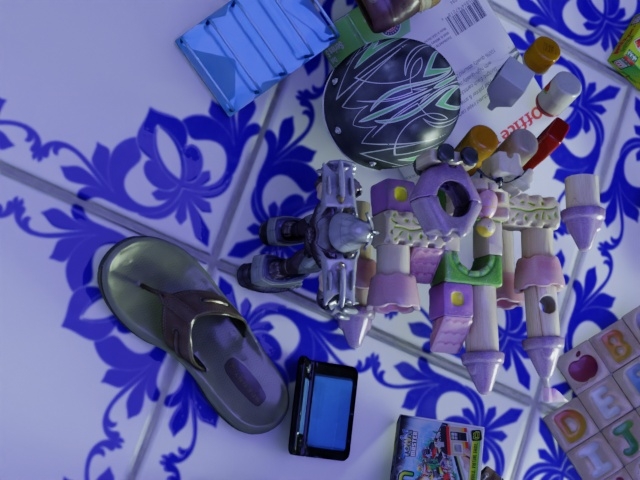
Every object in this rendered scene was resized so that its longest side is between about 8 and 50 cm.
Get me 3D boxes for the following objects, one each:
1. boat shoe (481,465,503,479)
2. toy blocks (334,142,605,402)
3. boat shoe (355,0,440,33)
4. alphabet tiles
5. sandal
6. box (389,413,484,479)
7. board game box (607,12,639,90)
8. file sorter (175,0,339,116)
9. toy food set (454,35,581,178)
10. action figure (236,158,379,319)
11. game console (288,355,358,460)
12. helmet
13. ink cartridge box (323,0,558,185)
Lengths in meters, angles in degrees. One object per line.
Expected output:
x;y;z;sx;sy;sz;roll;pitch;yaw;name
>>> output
0.166;0.360;1.695;0.183;0.066;0.066;-30;82;-24;boat shoe
0.188;0.061;1.600;0.288;0.309;0.260;6;75;-22;toy blocks
0.009;-0.403;1.623;0.123;0.123;0.342;-34;81;-6;boat shoe
0.484;0.262;1.779;0.285;0.011;0.342;-31;76;-4;alphabet tiles
-0.138;0.108;1.574;0.303;0.086;0.120;46;69;-12;sandal
0.142;0.330;1.650;0.114;0.036;0.207;9;64;0;box
0.519;-0.246;1.929;0.181;0.043;0.092;39;71;-15;board game box
-0.075;-0.248;1.607;0.170;0.104;0.118;-36;99;-2;file sorter
0.246;-0.148;1.661;0.111;0.104;0.232;34;54;-3;toy food set
0.000;0.000;1.538;0.099;0.285;0.185;14;79;-22;action figure
0.005;0.211;1.635;0.071;0.107;0.122;5;80;6;game console
0.084;-0.163;1.557;0.169;0.161;0.169;0;95;-4;helmet
0.155;-0.214;1.726;0.198;0.115;0.273;-35;98;-22;ink cartridge box
